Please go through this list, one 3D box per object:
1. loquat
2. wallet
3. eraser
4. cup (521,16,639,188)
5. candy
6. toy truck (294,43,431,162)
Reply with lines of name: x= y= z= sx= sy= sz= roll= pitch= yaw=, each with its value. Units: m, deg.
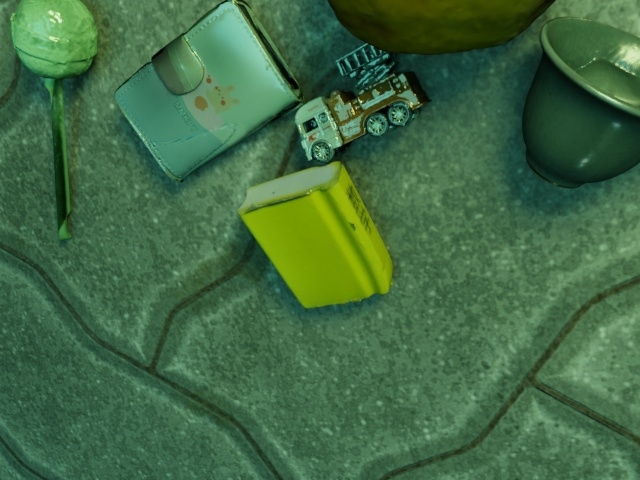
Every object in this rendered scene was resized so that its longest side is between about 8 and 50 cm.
loquat: x=0.134 y=-0.325 z=0.583 sx=0.283 sy=0.276 sz=0.276 roll=23 pitch=117 yaw=5
wallet: x=-0.167 y=-0.215 z=0.828 sx=0.250 sy=0.075 sz=0.176 roll=-27 pitch=105 yaw=25
eraser: x=0.000 y=0.000 z=0.825 sx=0.157 sy=0.069 sz=0.226 roll=-13 pitch=129 yaw=26
cup: x=0.312 y=-0.140 z=0.656 sx=0.199 sy=0.199 sz=0.150 roll=27 pitch=135 yaw=6
candy: x=-0.432 y=-0.181 z=0.927 sx=0.119 sy=0.119 sz=0.440 roll=22 pitch=124 yaw=9
toy truck: x=0.046 y=-0.186 z=0.766 sx=0.177 sy=0.080 sz=0.115 roll=-24 pitch=98 yaw=24
